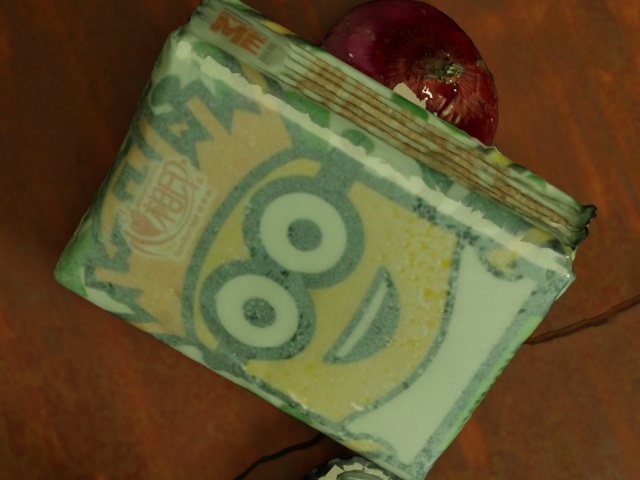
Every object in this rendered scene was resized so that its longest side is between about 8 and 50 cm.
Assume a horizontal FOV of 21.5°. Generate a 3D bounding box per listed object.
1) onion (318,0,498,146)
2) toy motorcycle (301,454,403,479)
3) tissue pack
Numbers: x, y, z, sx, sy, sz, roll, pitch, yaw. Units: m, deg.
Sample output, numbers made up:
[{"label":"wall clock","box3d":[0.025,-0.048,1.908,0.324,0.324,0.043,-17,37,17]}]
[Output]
[{"label":"onion","box3d":[0.065,-0.111,1.223,0.150,0.140,0.150,1,82,-9]},{"label":"toy motorcycle","box3d":[0.056,0.321,1.202,0.188,0.143,0.327,-36,83,-6]},{"label":"tissue pack","box3d":[0.000,0.000,1.176,0.311,0.128,0.228,31,120,-1]}]
